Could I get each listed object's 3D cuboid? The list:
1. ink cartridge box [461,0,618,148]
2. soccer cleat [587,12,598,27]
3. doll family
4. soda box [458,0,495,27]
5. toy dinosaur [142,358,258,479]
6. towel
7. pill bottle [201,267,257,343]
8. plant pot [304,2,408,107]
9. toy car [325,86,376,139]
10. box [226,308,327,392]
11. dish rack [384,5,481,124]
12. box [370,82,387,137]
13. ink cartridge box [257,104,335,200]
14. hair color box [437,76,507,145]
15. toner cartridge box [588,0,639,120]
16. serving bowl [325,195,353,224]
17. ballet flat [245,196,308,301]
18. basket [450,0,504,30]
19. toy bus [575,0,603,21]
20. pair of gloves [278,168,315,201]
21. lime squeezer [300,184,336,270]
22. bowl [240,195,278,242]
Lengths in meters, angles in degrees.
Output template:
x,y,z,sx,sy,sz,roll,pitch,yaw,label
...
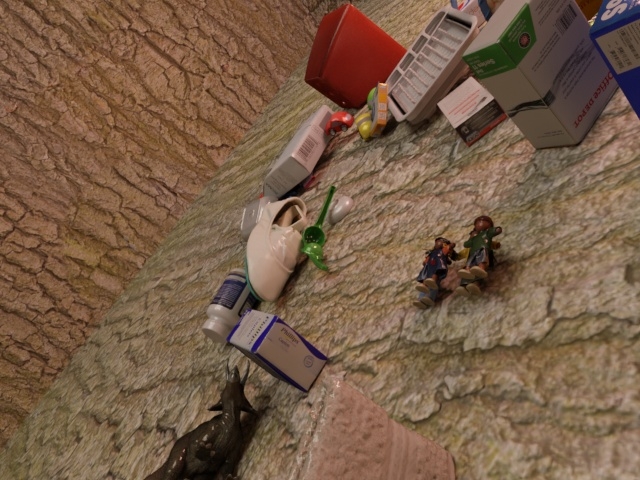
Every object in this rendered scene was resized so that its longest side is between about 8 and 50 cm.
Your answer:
x,y,z,sx,sy,sz,roll,pitch,yaw,label
0.341,-0.265,0.750,0.153,0.208,0.087,-52,20,-11,ink cartridge box
0.501,-0.379,0.853,0.179,0.060,0.072,-39,14,3,soccer cleat
0.194,0.029,0.712,0.193,0.076,0.111,-23,37,50,doll family
0.442,-0.653,1.369,0.216,0.069,0.074,-41,23,14,soda box
-0.207,0.372,0.854,0.313,0.121,0.160,-49,11,9,toy dinosaur
0.032,0.286,0.438,0.049,0.187,0.282,-29,30,46,towel
-0.216,0.160,1.191,0.094,0.094,0.169,-19,35,48,pill bottle
0.094,-0.604,1.687,0.236,0.267,0.267,-59,23,2,plant pot
0.137,-0.398,1.476,0.225,0.053,0.239,-46,35,-13,toy car
-0.079,0.190,0.862,0.072,0.126,0.137,-55,24,-20,box
0.283,-0.439,1.251,0.285,0.072,0.333,-51,20,23,dish rack
0.160,-0.360,1.337,0.081,0.028,0.136,121,156,-75,box
-0.125,-0.255,1.655,0.385,0.091,0.308,-29,26,43,ink cartridge box
0.308,-0.269,1.012,0.093,0.053,0.167,-37,24,21,hair color box
0.486,-0.341,0.673,0.075,0.165,0.348,-7,47,56,toner cartridge box
0.041,-0.080,1.208,0.083,0.027,0.083,-37,25,21,serving bowl
-0.096,-0.007,1.221,0.139,0.139,0.400,-39,21,20,ballet flat
0.420,-0.635,1.169,0.289,0.255,0.201,11,45,48,basket
0.485,-0.464,0.939,0.332,0.108,0.130,-40,24,18,toy bus
-0.085,-0.170,1.582,0.198,0.023,0.159,-47,23,2,pair of gloves
0.000,0.000,1.111,0.110,0.059,0.310,-37,25,28,lime squeezer
-0.198,-0.070,1.533,0.142,0.053,0.142,-21,53,44,bowl
